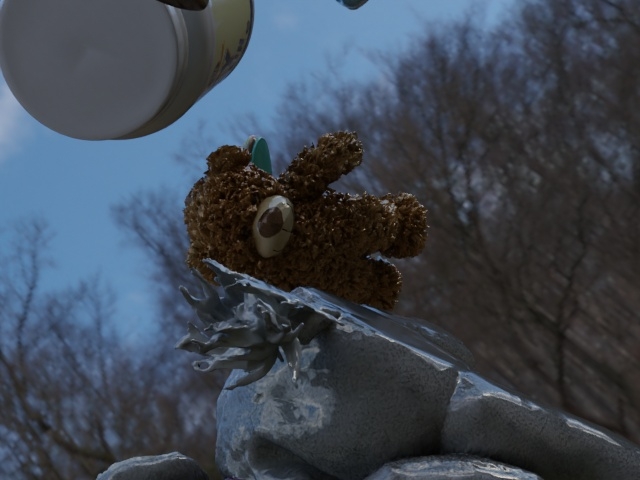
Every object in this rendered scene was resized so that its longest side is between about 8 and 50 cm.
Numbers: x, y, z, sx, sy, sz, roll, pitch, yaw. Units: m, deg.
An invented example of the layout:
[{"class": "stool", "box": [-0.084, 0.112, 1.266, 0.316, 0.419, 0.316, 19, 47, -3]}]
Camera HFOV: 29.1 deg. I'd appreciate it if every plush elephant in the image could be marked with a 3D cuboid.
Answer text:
[{"class": "plush elephant", "box": [0.003, 0.175, 0.760, 0.330, 0.272, 0.255, 23, -86, -42]}]

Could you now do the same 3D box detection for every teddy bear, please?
[{"class": "teddy bear", "box": [0.000, 0.000, 1.452, 0.245, 0.113, 0.338, -49, -47, 2]}]

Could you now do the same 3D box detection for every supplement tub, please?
[{"class": "supplement tub", "box": [-0.217, -0.249, 1.420, 0.325, 0.235, 0.235, -64, -1, -69]}]

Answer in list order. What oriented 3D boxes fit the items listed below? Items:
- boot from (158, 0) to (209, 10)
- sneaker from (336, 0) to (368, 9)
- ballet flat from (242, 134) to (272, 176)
[{"class": "boot", "box": [-0.130, -0.296, 0.950, 0.213, 0.077, 0.165, 43, -116, -41]}, {"class": "sneaker", "box": [0.070, -0.298, 1.031, 0.208, 0.319, 0.127, -39, -74, 8]}, {"class": "ballet flat", "box": [-0.100, -0.029, 1.661, 0.077, 0.079, 0.221, -2, -98, -64]}]
